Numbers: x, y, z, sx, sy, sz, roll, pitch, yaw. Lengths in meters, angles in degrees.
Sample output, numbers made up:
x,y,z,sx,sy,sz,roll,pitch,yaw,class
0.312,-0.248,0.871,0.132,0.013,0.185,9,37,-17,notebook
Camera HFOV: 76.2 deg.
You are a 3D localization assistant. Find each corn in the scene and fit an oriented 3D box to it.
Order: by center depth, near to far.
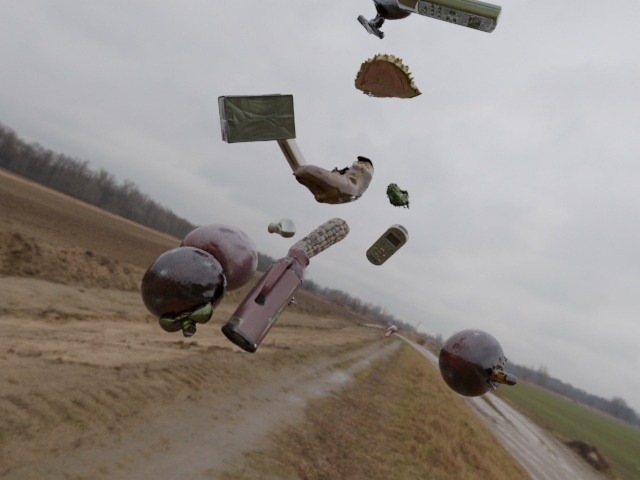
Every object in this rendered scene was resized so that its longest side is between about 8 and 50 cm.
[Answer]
x,y,z,sx,sy,sz,roll,pitch,yaw,class
0.000,0.000,1.474,0.092,0.280,0.092,26,-47,32,corn

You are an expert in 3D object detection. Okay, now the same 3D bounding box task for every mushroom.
x,y,z,sx,sy,sz,roll,pitch,yaw,class
-0.204,-0.062,2.228,0.118,0.103,0.270,13,-7,-22,mushroom

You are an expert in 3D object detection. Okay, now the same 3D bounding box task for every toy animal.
x,y,z,sx,sy,sz,roll,pitch,yaw,class
0.223,-0.741,1.280,0.117,0.210,0.121,52,8,-31,toy animal

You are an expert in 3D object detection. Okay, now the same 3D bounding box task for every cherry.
x,y,z,sx,sy,sz,roll,pitch,yaw,class
-0.298,0.041,1.241,0.239,0.206,0.239,-1,27,0,cherry

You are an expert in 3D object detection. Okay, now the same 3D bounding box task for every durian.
x,y,z,sx,sy,sz,roll,pitch,yaw,class
0.278,-0.712,1.719,0.305,0.186,0.195,26,3,24,durian

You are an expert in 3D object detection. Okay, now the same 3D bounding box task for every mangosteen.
x,y,z,sx,sy,sz,roll,pitch,yaw,class
-0.338,0.123,1.040,0.216,0.216,0.216,23,-7,3,mangosteen
0.544,0.431,1.394,0.235,0.235,0.261,28,-2,-37,mangosteen

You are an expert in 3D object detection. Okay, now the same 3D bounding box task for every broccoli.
x,y,z,sx,sy,sz,roll,pitch,yaw,class
0.285,-0.161,1.486,0.095,0.097,0.092,-4,14,-19,broccoli

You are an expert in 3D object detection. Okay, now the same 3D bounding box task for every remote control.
x,y,z,sx,sy,sz,roll,pitch,yaw,class
0.285,-0.522,0.917,0.233,0.038,0.098,21,14,11,remote control
0.235,0.017,1.440,0.078,0.042,0.221,45,-41,6,remote control

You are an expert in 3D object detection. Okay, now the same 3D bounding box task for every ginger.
x,y,z,sx,sy,sz,roll,pitch,yaw,class
0.058,-0.168,1.184,0.107,0.133,0.309,5,18,35,ginger

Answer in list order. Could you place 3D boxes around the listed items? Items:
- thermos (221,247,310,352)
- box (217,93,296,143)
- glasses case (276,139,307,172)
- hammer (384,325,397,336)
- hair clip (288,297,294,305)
x,y,z,sx,sy,sz,roll,pitch,yaw,class
-0.137,0.137,1.139,0.109,0.330,0.136,8,-41,37,thermos
-0.216,-0.417,1.384,0.231,0.155,0.149,-8,19,-19,box
-0.116,-0.357,1.614,0.050,0.083,0.196,-16,-62,25,glasses case
0.324,0.431,1.916,0.031,0.052,0.083,50,38,13,hammer
-0.190,0.289,1.982,0.124,0.052,0.195,4,-24,13,hair clip
